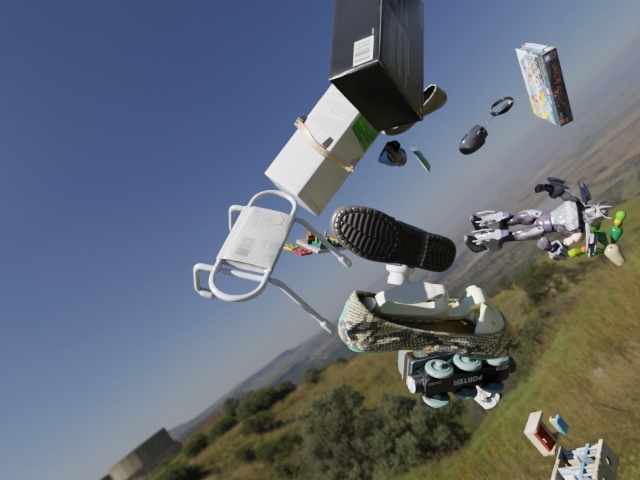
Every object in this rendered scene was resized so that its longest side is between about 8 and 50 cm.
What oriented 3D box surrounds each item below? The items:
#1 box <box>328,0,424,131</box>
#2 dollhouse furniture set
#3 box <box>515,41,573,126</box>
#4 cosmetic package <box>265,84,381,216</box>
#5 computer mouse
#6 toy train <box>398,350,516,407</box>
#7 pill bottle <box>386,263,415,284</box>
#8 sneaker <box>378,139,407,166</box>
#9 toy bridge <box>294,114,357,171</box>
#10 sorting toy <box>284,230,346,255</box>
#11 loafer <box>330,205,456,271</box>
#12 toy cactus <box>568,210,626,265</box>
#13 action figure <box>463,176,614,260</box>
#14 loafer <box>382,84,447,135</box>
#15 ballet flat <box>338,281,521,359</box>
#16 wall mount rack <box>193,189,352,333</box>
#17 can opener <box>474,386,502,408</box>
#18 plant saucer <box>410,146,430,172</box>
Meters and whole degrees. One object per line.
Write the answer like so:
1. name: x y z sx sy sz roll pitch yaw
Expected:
1. box: 0.109 -0.361 0.819 0.103 0.262 0.184 -8 -22 35
2. dollhouse furniture set: 0.642 0.551 1.181 0.129 0.184 0.129 -38 -3 -44
3. box: 0.677 -0.473 1.380 0.044 0.233 0.159 -27 28 8
4. cosmetic package: 0.015 -0.285 1.463 0.366 0.155 0.197 -55 -26 -2
5. computer mouse: 0.572 -0.397 1.575 0.242 0.071 0.041 -52 -8 15
6. toy train: 0.385 0.357 1.314 0.333 0.142 0.190 -7 22 -15
7. pill bottle: 0.265 0.059 1.489 0.094 0.094 0.170 24 -106 -80
8. sneaker: 0.245 -0.285 1.481 0.188 0.067 0.078 -24 -45 -61
9. toy bridge: 0.012 -0.234 1.126 0.026 0.188 0.063 -47 3 38
10. sorting toy: 0.000 0.000 1.568 0.274 0.132 0.047 -8 -70 -34
11. loafer: 0.192 0.001 1.279 0.130 0.365 0.134 -142 72 -77
12. toy cactus: 0.921 0.006 1.498 0.219 0.181 0.112 -38 -3 -4
13. action figure: 0.461 -0.035 0.971 0.284 0.099 0.186 -13 49 39
14. loafer: 0.314 -0.462 1.591 0.251 0.094 0.087 -32 -38 15
15. ballet flat: 0.286 0.183 1.081 0.164 0.482 0.182 -102 20 -56
16. wall mount rack: -0.088 0.046 0.984 0.350 0.303 0.131 -71 -8 -47
17. can opener: 0.515 0.484 1.633 0.074 0.280 0.093 -55 -16 18
18. plant saucer: 0.374 -0.303 1.689 0.021 0.119 0.119 -37 -8 14
